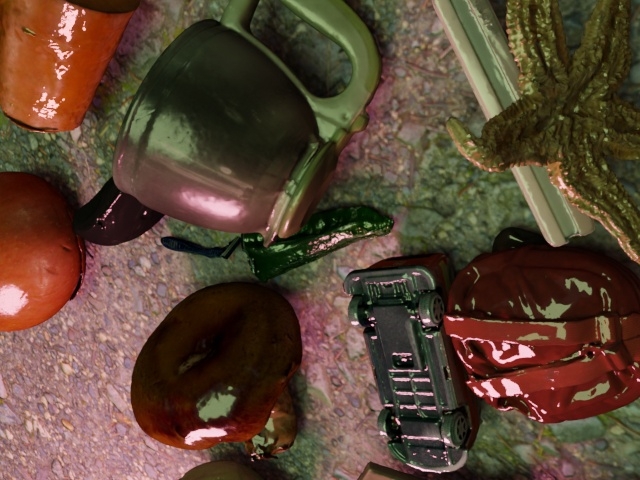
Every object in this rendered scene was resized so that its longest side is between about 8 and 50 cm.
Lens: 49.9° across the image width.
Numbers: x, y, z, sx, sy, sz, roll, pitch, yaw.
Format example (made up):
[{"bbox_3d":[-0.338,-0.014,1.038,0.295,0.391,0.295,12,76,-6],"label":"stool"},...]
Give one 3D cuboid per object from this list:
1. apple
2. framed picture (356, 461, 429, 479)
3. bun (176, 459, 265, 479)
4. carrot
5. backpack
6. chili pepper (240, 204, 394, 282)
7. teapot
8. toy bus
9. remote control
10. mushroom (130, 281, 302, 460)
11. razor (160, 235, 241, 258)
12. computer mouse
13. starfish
[{"bbox_3d":[-0.541,0.019,1.183,0.251,0.206,0.272,41,126,17],"label":"apple"},{"bbox_3d":[0.104,0.455,0.954,0.247,0.022,0.335,22,117,-12],"label":"framed picture"},{"bbox_3d":[-0.170,0.502,1.113,0.281,0.281,0.205,28,148,21],"label":"bun"},{"bbox_3d":[-0.390,-0.284,0.981,0.196,0.196,0.254,44,125,11],"label":"carrot"},{"bbox_3d":[0.252,0.098,0.742,0.229,0.139,0.229,13,116,29],"label":"backpack"},{"bbox_3d":[0.000,0.000,0.925,0.226,0.059,0.088,-12,106,31],"label":"chili pepper"},{"bbox_3d":[-0.075,-0.146,0.854,0.239,0.322,0.239,30,163,2],"label":"teapot"},{"bbox_3d":[0.127,0.145,0.853,0.121,0.120,0.265,-7,104,34],"label":"toy bus"},{"bbox_3d":[0.199,-0.134,0.708,0.055,0.103,0.277,-25,93,17],"label":"remote control"},{"bbox_3d":[-0.148,0.190,1.015,0.267,0.267,0.255,32,156,19],"label":"mushroom"},{"bbox_3d":[-0.188,0.012,1.061,0.154,0.044,0.028,6,137,33],"label":"razor"},{"bbox_3d":[-0.301,-0.042,1.058,0.217,0.122,0.074,-33,77,39],"label":"computer mouse"},{"bbox_3d":[0.250,-0.120,0.637,0.302,0.299,0.060,47,158,-15],"label":"starfish"}]
